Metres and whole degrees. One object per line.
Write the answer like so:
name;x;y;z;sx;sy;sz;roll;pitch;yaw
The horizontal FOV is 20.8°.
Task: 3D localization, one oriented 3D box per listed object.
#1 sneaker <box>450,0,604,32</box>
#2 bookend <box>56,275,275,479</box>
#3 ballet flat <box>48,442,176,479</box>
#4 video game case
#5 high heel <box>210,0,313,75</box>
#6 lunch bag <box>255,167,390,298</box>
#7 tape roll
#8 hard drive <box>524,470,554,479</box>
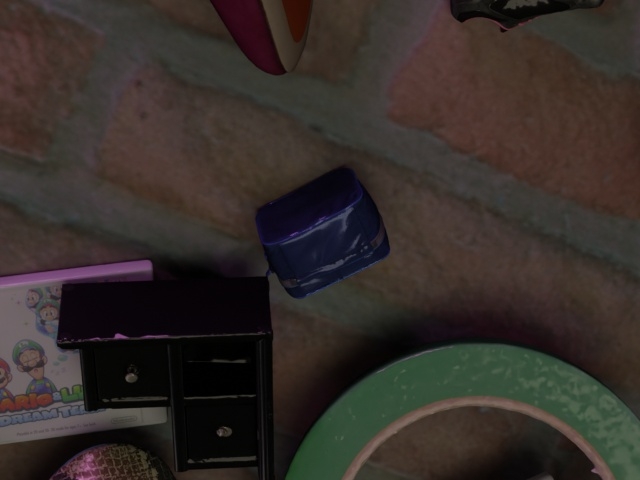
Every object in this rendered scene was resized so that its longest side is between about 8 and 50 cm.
sneaker;0.148;-0.177;1.272;0.119;0.047;0.057;3;132;-9
bookend;-0.114;0.112;1.325;0.157;0.072;0.156;-1;125;-4
ballet flat;-0.231;0.394;1.367;0.164;0.182;0.483;25;105;-24
video game case;-0.202;0.089;1.354;0.157;0.019;0.143;-7;119;-7
high heel;-0.118;-0.271;1.154;0.181;0.127;0.377;1;126;21
lunch bag;0.000;0.000;1.318;0.098;0.067;0.065;-26;119;7
tape roll;0.123;0.239;1.381;0.321;0.077;0.321;0;90;2
hard drive;0.079;0.370;1.446;0.353;0.047;0.233;-25;89;3
